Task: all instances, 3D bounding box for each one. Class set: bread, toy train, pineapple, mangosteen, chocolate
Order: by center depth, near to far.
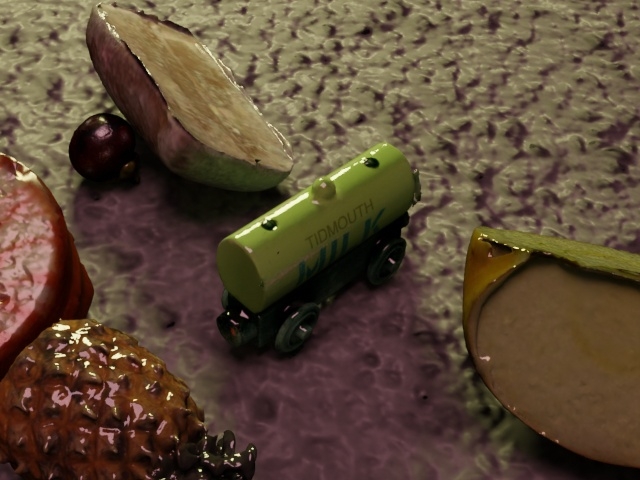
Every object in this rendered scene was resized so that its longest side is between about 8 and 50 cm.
[{"bbox_3d":[-0.130,0.183,0.873,0.279,0.158,0.158,30,50,18],"label":"pineapple"},{"bbox_3d":[-0.385,0.029,0.984,0.295,0.114,0.327,-39,70,-22],"label":"bread"},{"bbox_3d":[0.000,0.000,1.053,0.253,0.157,0.105,-33,56,-32],"label":"toy train"},{"bbox_3d":[-0.239,-0.102,1.191,0.081,0.081,0.081,2,45,-2],"label":"mangosteen"},{"bbox_3d":[-0.161,-0.153,1.212,0.185,0.100,0.303,17,26,-49],"label":"chocolate"}]

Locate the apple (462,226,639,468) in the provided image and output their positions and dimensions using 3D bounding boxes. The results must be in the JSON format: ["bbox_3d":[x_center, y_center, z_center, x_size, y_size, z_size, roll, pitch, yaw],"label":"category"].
[{"bbox_3d":[0.295,0.086,0.981,0.346,0.179,0.254,14,59,7],"label":"apple"}]
